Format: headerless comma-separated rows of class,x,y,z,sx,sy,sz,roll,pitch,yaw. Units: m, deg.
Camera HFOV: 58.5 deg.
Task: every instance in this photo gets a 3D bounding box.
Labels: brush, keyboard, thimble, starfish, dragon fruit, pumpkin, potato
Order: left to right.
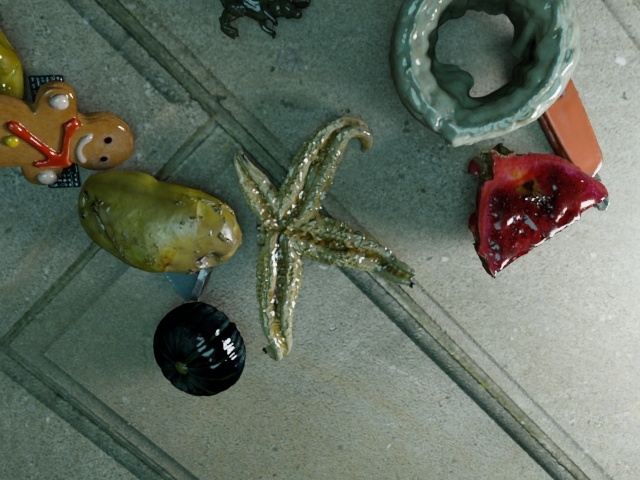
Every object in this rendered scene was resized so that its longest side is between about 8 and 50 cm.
keyboard,-0.487,-0.197,1.049,0.061,0.013,0.205,-1,107,1
potato,-0.292,-0.028,1.036,0.300,0.140,0.173,15,102,-1
pumpkin,-0.235,0.210,1.104,0.194,0.150,0.194,0,110,0
starfish,0.000,0.000,1.074,0.323,0.082,0.433,-13,102,0
thimble,0.248,-0.292,0.911,0.291,0.195,0.292,3,104,10
dragon fruit,0.349,-0.079,1.039,0.261,0.134,0.212,-29,94,-7
brush,0.449,-0.194,1.037,0.070,0.051,0.324,-29,102,2

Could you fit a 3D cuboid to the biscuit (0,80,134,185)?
biscuit,-0.470,-0.173,0.951,0.323,0.049,0.205,4,133,-41

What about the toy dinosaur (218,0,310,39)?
toy dinosaur,-0.114,-0.437,0.976,0.187,0.087,0.179,11,70,-19

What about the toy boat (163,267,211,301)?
toy boat,-0.282,0.065,1.126,0.122,0.034,0.096,25,113,1

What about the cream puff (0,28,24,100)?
cream puff,-0.670,-0.271,0.906,0.290,0.257,0.325,7,107,2
